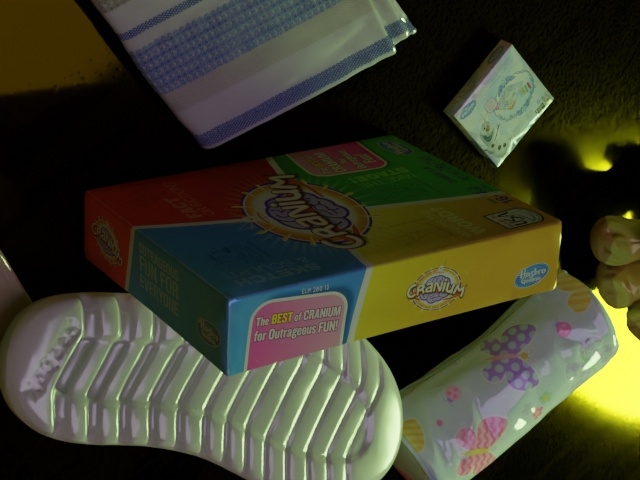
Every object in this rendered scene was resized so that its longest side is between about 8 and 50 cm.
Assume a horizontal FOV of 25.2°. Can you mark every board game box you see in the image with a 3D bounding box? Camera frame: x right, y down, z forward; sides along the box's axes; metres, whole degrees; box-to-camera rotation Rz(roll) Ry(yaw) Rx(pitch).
[{"bbox_3d":[0.000,0.000,1.181,0.316,0.242,0.064,-13,118,-32],"label":"board game box"},{"bbox_3d":[0.173,-0.132,1.389,0.090,0.020,0.090,-50,132,-4],"label":"board game box"}]

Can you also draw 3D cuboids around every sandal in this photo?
[{"bbox_3d":[-0.097,0.120,1.271,0.416,0.102,0.169,20,83,-35],"label":"sandal"}]

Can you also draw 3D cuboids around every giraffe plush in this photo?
[{"bbox_3d":[0.418,0.000,1.557,0.170,0.210,0.181,-53,135,-43],"label":"giraffe plush"}]

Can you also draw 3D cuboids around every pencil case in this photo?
[{"bbox_3d":[0.179,0.146,1.471,0.273,0.113,0.124,-39,121,-15],"label":"pencil case"}]

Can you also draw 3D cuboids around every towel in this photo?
[{"bbox_3d":[-0.067,-0.207,1.112,0.209,0.034,0.285,-28,135,7],"label":"towel"}]

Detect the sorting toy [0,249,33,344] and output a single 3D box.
[{"bbox_3d":[-0.335,0.043,1.090,0.193,0.038,0.208,-36,129,-16],"label":"sorting toy"}]
